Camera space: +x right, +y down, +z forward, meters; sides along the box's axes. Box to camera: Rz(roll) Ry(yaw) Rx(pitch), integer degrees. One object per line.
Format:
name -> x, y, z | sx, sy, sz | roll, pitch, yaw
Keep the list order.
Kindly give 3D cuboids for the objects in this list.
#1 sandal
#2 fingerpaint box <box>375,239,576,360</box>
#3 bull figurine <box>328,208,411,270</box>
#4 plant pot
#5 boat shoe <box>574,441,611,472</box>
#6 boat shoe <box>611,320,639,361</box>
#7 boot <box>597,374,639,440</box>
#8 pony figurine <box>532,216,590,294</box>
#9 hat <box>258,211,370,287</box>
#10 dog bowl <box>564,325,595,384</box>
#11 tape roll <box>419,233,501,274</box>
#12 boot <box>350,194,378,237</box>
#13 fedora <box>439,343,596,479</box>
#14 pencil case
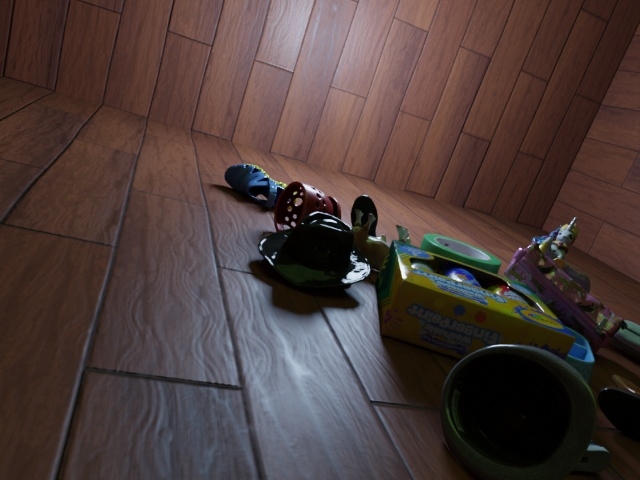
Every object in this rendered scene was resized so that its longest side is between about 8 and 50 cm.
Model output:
sandal -> -0.251, -0.213, 2.052 | 0.317, 0.126, 0.138 | 23, 21, 19
fingerpaint box -> 0.390, 0.178, 1.421 | 0.445, 0.163, 0.371 | 19, 16, -1
bull figurine -> 0.157, 0.013, 1.699 | 0.310, 0.188, 0.101 | 20, 2, -18
plant pot -> -0.038, -0.088, 1.760 | 0.174, 0.191, 0.191 | 13, 17, -36
boat shoe -> 0.454, 0.393, 0.995 | 0.183, 0.065, 0.083 | 16, 8, -19
boat shoe -> 1.111, 0.375, 1.716 | 0.302, 0.109, 0.094 | 38, -19, 30
boot -> 0.787, 0.393, 1.298 | 0.264, 0.096, 0.280 | 21, 16, 9
pony figurine -> 0.861, 0.115, 1.949 | 0.303, 0.351, 0.363 | 24, 35, 28
hat -> 0.000, 0.000, 1.459 | 0.331, 0.134, 0.331 | 13, 29, -7
dog bowl -> 0.686, 0.312, 1.483 | 0.166, 0.074, 0.297 | 24, 16, 16
tape roll -> 0.562, 0.066, 2.113 | 0.321, 0.077, 0.321 | 16, 14, -4
boot -> 0.141, -0.071, 1.861 | 0.091, 0.263, 0.229 | -11, 27, -3
fedora -> 0.348, 0.313, 0.913 | 0.275, 0.244, 0.124 | 13, -24, 49
pencil case -> 0.771, 0.178, 1.673 | 0.160, 0.167, 0.386 | -33, 69, -26
